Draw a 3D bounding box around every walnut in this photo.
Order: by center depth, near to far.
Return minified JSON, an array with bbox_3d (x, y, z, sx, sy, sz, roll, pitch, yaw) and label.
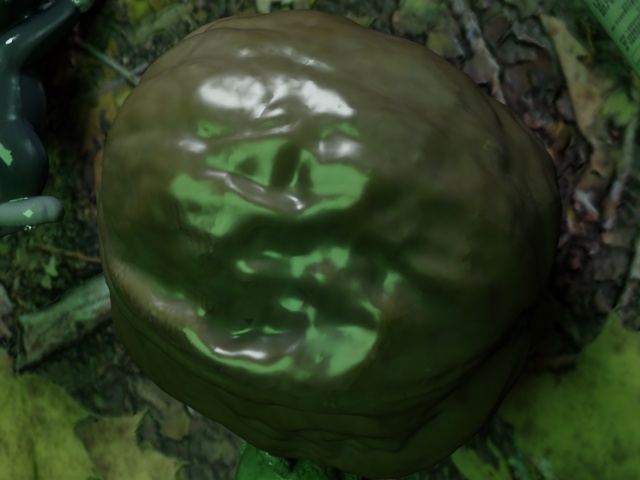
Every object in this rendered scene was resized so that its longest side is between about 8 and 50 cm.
[{"bbox_3d":[0.000,-0.001,1.064,0.273,0.273,0.227,12,69,34],"label":"walnut"}]

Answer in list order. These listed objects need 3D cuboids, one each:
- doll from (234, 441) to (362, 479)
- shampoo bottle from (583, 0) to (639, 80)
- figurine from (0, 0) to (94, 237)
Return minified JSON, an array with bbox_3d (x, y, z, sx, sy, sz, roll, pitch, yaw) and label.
[{"bbox_3d":[0.001,0.183,1.186,0.150,0.077,0.115,66,162,-1],"label":"doll"},{"bbox_3d":[0.197,-0.136,1.000,0.118,0.087,0.234,-43,71,30],"label":"shampoo bottle"},{"bbox_3d":[-0.246,-0.125,1.287,0.193,0.140,0.265,-23,66,51],"label":"figurine"}]
